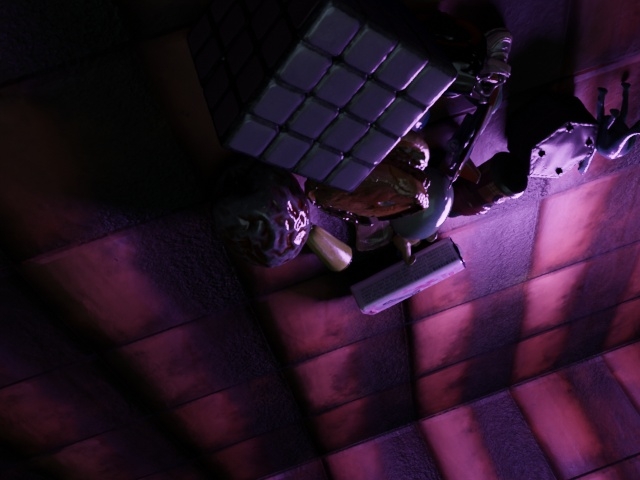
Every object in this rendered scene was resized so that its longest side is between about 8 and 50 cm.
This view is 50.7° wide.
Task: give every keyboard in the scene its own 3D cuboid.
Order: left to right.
[{"bbox_3d":[0.231,-0.222,1.847,0.231,0.023,0.072,-3,146,-23],"label":"keyboard"}]

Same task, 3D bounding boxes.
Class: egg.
[{"bbox_3d":[0.277,-0.101,1.887,0.169,0.169,0.237,-4,136,-22],"label":"egg"}]

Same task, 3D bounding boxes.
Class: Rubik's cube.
[{"bbox_3d":[-0.011,-0.351,1.307,0.344,0.337,0.344,18,128,-39],"label":"Rubik's cube"}]

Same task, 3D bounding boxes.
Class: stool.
[{"bbox_3d":[0.640,-0.285,1.868,0.232,0.141,0.232,-13,143,-10],"label":"stool"}]

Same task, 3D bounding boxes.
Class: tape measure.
[{"bbox_3d":[0.257,-0.410,1.465,0.202,0.223,0.135,7,136,-6],"label":"tape measure"}]

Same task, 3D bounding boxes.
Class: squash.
[{"bbox_3d":[0.000,0.000,1.970,0.094,0.094,0.224,-34,133,15],"label":"squash"}]

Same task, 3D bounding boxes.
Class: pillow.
[{"bbox_3d":[0.162,-0.042,2.024,0.135,0.034,0.211,-22,145,-4],"label":"pillow"}]

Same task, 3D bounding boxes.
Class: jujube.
[{"bbox_3d":[-0.145,-0.058,1.701,0.246,0.215,0.308,-26,144,7],"label":"jujube"}]

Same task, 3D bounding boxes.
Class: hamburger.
[{"bbox_3d":[0.127,-0.162,1.652,0.276,0.195,0.318,-17,151,39],"label":"hamburger"}]

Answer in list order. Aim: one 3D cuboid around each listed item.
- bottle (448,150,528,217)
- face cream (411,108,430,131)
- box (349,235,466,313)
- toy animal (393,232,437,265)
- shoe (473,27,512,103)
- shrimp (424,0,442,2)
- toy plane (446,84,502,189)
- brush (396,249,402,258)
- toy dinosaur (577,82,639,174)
[{"bbox_3d":[0.455,-0.145,1.930,0.156,0.143,0.271,31,148,-20],"label":"bottle"},{"bbox_3d":[0.155,-0.322,1.632,0.264,0.083,0.149,10,146,-36],"label":"face cream"},{"bbox_3d":[0.289,0.113,2.185,0.369,0.112,0.190,-29,167,8],"label":"box"},{"bbox_3d":[0.293,-0.039,2.040,0.101,0.103,0.219,31,123,-10],"label":"toy animal"},{"bbox_3d":[0.407,-0.419,1.629,0.089,0.092,0.180,2,137,-27],"label":"shoe"},{"bbox_3d":[0.194,-0.563,1.365,0.317,0.077,0.168,1,140,-31],"label":"shrimp"},{"bbox_3d":[0.398,-0.295,1.759,0.104,0.223,0.326,17,114,14],"label":"toy plane"},{"bbox_3d":[0.279,-0.005,2.133,0.033,0.030,0.179,3,138,-15],"label":"brush"},{"bbox_3d":[0.801,-0.244,1.885,0.129,0.383,0.331,7,127,5],"label":"toy dinosaur"}]
